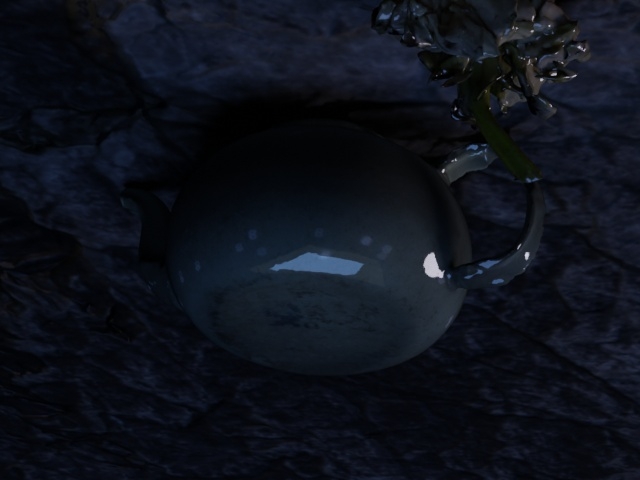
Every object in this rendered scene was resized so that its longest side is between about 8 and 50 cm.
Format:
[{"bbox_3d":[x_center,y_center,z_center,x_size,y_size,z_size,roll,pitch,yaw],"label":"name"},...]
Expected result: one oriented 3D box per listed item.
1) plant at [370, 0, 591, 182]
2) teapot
[{"bbox_3d":[0.086,-0.089,0.988,0.116,0.122,0.104,3,163,-9],"label":"plant"},{"bbox_3d":[0.000,0.000,1.151,0.294,0.130,0.193,-9,148,21],"label":"teapot"}]
